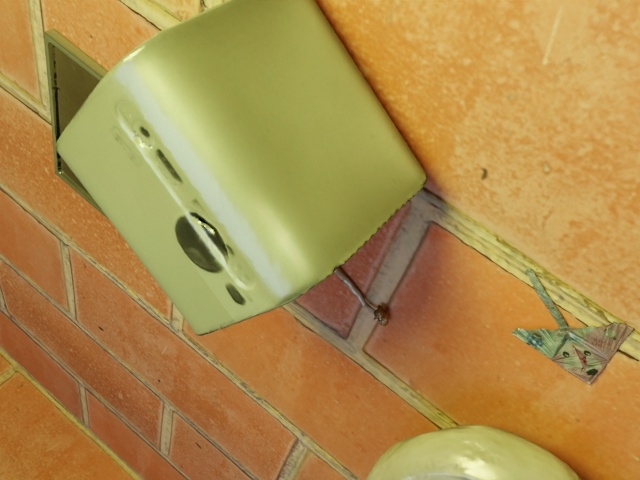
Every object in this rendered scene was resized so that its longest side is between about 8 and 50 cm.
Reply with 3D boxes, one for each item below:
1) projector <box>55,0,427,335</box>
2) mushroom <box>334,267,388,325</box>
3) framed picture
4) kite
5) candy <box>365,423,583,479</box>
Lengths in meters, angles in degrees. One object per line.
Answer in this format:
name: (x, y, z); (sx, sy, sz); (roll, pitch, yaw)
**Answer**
projector: (-0.079, -0.080, 0.667); (0.248, 0.248, 0.249); (-23, 105, 51)
mushroom: (-0.004, 0.003, 0.856); (0.286, 0.026, 0.028); (50, 126, 0)
framed picture: (-0.358, -0.152, 1.055); (0.232, 0.024, 0.315); (38, 140, 12)
kite: (0.263, 0.093, 0.690); (0.137, 0.005, 0.153); (-11, 114, 45)
candy: (0.226, 0.407, 0.851); (0.386, 0.186, 0.427); (10, 127, 27)
